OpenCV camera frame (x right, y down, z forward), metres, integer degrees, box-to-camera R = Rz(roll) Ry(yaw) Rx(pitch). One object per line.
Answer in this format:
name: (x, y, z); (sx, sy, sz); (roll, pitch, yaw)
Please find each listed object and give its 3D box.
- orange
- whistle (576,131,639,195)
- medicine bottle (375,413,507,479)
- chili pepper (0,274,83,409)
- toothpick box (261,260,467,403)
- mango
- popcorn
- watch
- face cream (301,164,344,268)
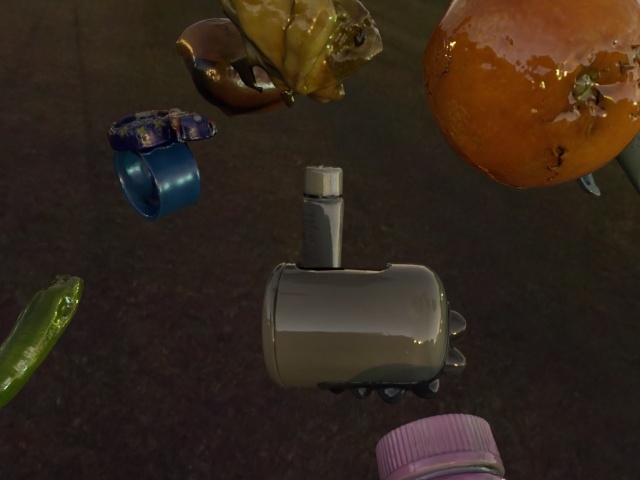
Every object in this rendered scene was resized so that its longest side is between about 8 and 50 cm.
orange: (0.233, -0.179, 0.748); (0.246, 0.246, 0.246); (13, 25, -6)
whistle: (0.397, -0.154, 0.883); (0.180, 0.269, 0.093); (-26, 0, 3)
medicine bottle: (0.179, 0.392, 0.888); (0.178, 0.178, 0.291); (6, 50, -20)
chili pepper: (-0.301, 0.097, 0.722); (0.051, 0.050, 0.202); (19, 43, -1)
toothpick box: (0.076, 0.147, 1.115); (0.316, 0.229, 0.229); (0, 23, 11)
mango: (-0.162, -0.364, 1.469); (0.287, 0.201, 0.152); (-6, 17, -40)
popcorn: (-0.026, -0.366, 1.150); (0.316, 0.281, 0.297); (40, -5, 31)
watch: (-0.306, -0.144, 1.321); (0.171, 0.200, 0.196); (-20, 30, -28)
face cream: (0.000, 0.000, 1.447); (0.089, 0.315, 0.143); (-5, 15, -31)
